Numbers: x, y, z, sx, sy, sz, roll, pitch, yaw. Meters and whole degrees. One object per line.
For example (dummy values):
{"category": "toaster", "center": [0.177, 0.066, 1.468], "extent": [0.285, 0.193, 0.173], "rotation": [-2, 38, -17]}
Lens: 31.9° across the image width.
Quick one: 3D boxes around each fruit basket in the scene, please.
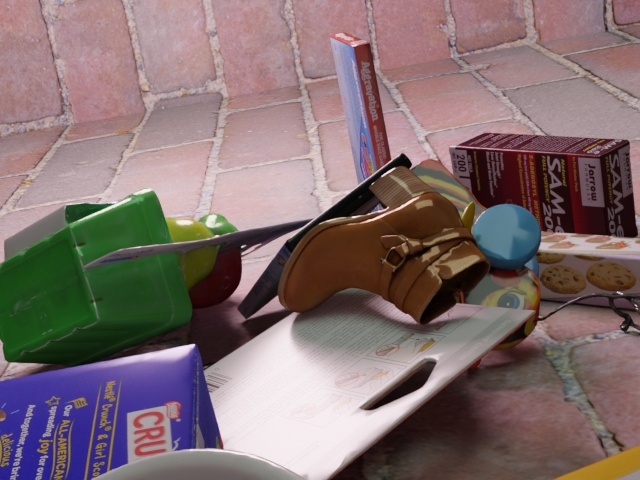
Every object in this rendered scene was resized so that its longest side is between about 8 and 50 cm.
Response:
{"category": "fruit basket", "center": [-0.199, 0.026, 1.312], "extent": [0.327, 0.165, 0.353], "rotation": [-23, -1, 41]}

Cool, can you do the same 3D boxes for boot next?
{"category": "boot", "center": [0.058, 0.034, 1.085], "extent": [0.197, 0.073, 0.152], "rotation": [-46, 51, 10]}

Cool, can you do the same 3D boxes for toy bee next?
{"category": "toy bee", "center": [0.171, 0.041, 1.156], "extent": [0.162, 0.195, 0.298], "rotation": [-44, 41, -18]}

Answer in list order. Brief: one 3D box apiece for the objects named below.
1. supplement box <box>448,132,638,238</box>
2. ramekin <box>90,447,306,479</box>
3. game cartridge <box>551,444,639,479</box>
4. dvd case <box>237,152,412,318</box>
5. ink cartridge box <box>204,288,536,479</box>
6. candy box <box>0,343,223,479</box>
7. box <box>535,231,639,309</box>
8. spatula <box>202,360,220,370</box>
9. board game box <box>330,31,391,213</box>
{"category": "supplement box", "center": [0.288, -0.067, 1.464], "extent": [0.073, 0.130, 0.239], "rotation": [-26, 23, -39]}
{"category": "ramekin", "center": [-0.068, 0.251, 0.527], "extent": [0.277, 0.135, 0.277], "rotation": [-21, 39, 19]}
{"category": "game cartridge", "center": [0.350, 0.191, 0.772], "extent": [0.323, 0.053, 0.285], "rotation": [-18, 20, -21]}
{"category": "dvd case", "center": [0.000, 0.000, 1.303], "extent": [0.180, 0.022, 0.253], "rotation": [-37, -6, -25]}
{"category": "ink cartridge box", "center": [0.017, 0.141, 1.033], "extent": [0.296, 0.066, 0.261], "rotation": [-31, 26, -35]}
{"category": "candy box", "center": [-0.230, 0.222, 0.798], "extent": [0.317, 0.122, 0.268], "rotation": [-11, 31, 2]}
{"category": "box", "center": [0.241, 0.027, 1.309], "extent": [0.324, 0.067, 0.063], "rotation": [6, 24, 39]}
{"category": "spatula", "center": [-0.038, 0.114, 1.246], "extent": [0.296, 0.030, 0.084], "rotation": [-21, 23, -31]}
{"category": "board game box", "center": [0.066, -0.146, 1.577], "extent": [0.027, 0.281, 0.145], "rotation": [-14, 19, -7]}
